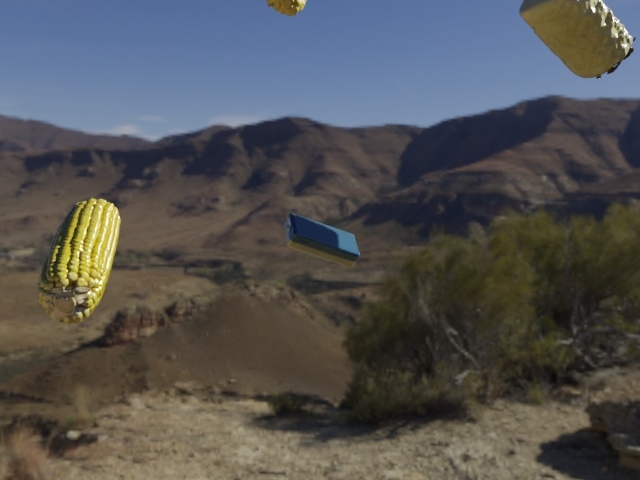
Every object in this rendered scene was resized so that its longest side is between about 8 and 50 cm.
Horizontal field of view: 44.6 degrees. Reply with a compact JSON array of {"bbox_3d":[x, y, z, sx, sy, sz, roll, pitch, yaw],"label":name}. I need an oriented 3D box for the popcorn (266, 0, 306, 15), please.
[{"bbox_3d":[-0.064,-0.360,1.118,0.084,0.084,0.084,3,3,0],"label":"popcorn"}]

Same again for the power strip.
[{"bbox_3d":[0.000,0.000,1.221,0.123,0.032,0.056,19,32,-26],"label":"power strip"}]

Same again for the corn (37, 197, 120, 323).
[{"bbox_3d":[-0.304,0.018,0.994,0.081,0.081,0.248,2,26,-9],"label":"corn"}]

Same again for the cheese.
[{"bbox_3d":[0.415,-0.349,1.272,0.167,0.094,0.123,39,-8,-23],"label":"cheese"}]
